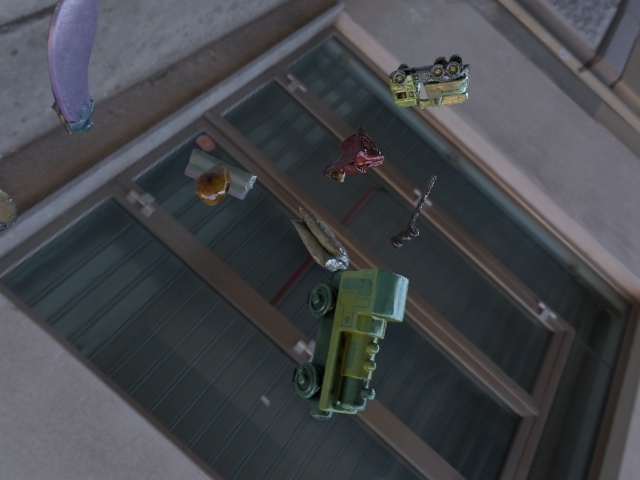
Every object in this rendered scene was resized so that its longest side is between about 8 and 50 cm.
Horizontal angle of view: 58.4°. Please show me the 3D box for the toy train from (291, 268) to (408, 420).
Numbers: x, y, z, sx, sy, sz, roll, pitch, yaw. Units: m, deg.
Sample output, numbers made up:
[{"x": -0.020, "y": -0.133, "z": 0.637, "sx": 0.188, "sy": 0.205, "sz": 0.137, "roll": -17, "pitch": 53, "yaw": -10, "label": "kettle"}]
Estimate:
[{"x": 0.069, "y": 0.250, "z": 1.371, "sx": 0.237, "sy": 0.150, "sz": 0.369, "roll": -3, "pitch": -108, "yaw": 48, "label": "toy train"}]

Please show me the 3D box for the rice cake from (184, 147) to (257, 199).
[{"x": -0.277, "y": -0.180, "z": 1.565, "sx": 0.080, "sy": 0.221, "sz": 0.042, "roll": -65, "pitch": 156, "yaw": 2, "label": "rice cake"}]

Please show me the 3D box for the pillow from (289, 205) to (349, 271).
[{"x": 0.000, "y": 0.000, "z": 1.539, "sx": 0.078, "sy": 0.181, "sz": 0.134, "roll": -41, "pitch": 158, "yaw": 9, "label": "pillow"}]

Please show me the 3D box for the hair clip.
[{"x": -0.499, "y": -0.358, "z": 1.148, "sx": 0.110, "sy": 0.096, "sz": 0.359, "roll": -11, "pitch": 150, "yaw": -34, "label": "hair clip"}]

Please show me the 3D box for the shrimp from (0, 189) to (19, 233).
[{"x": -1.031, "y": -0.024, "z": 1.609, "sx": 0.445, "sy": 0.085, "sz": 0.272, "roll": -40, "pitch": 156, "yaw": 27, "label": "shrimp"}]

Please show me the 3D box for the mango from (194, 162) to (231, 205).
[{"x": -0.241, "y": -0.130, "z": 1.315, "sx": 0.127, "sy": 0.063, "sz": 0.077, "roll": -69, "pitch": 156, "yaw": -49, "label": "mango"}]

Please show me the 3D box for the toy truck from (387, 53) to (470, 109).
[{"x": 0.235, "y": -0.330, "z": 1.225, "sx": 0.168, "sy": 0.100, "sz": 0.077, "roll": -5, "pitch": -152, "yaw": 20, "label": "toy truck"}]

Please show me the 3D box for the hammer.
[{"x": 0.215, "y": -0.076, "z": 1.244, "sx": 0.058, "sy": 0.029, "sz": 0.292, "roll": -33, "pitch": -166, "yaw": 37, "label": "hammer"}]

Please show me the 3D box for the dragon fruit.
[{"x": 0.069, "y": -0.231, "z": 1.627, "sx": 0.192, "sy": 0.122, "sz": 0.092, "roll": -21, "pitch": -173, "yaw": 45, "label": "dragon fruit"}]
